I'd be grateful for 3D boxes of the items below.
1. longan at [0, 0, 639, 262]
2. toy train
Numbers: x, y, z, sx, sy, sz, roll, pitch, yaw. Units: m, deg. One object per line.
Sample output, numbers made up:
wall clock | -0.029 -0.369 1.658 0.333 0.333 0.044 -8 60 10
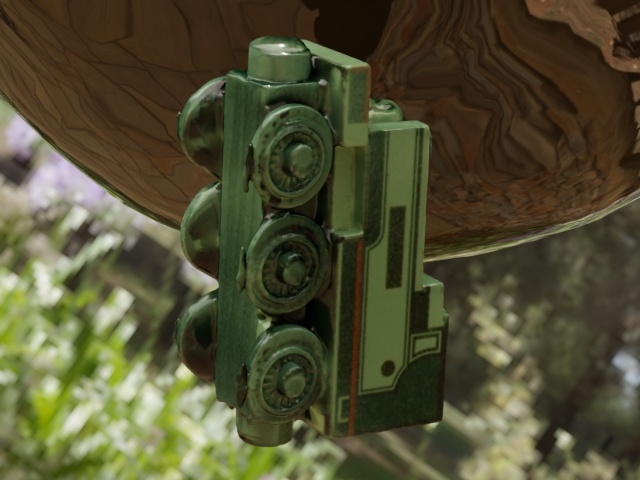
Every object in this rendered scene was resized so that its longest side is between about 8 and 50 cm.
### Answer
longan | 0.006 -0.141 0.546 0.297 0.297 0.297 35 -3 2
toy train | 0.000 0.000 0.398 0.053 0.083 0.033 -6 18 -29
